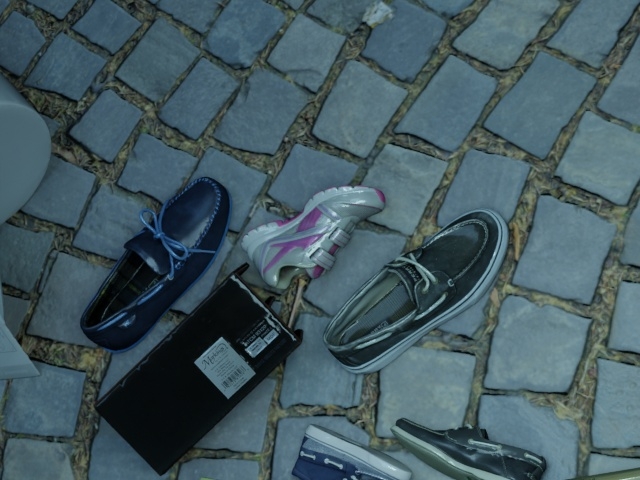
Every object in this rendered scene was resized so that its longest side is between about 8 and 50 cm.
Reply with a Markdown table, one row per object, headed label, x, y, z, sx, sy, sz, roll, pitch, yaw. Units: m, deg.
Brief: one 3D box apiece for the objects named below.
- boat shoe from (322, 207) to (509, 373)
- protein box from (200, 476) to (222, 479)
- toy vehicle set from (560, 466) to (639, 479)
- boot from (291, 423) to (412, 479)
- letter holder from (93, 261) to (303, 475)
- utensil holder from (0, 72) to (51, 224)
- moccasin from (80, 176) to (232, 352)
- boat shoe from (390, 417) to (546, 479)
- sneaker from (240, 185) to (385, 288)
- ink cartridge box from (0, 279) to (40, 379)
| label | x | y | z | sx | sy | sz | roll | pitch | yaw |
| --- | --- | --- | --- | --- | --- | --- | --- | --- | --- |
| boat shoe | 0.146 | 0.075 | 1.838 | 0.335 | 0.119 | 0.121 | -45 | 60 | 5 |
| protein box | -0.080 | 0.468 | 1.796 | 0.201 | 0.136 | 0.200 | 4 | 73 | 26 |
| toy vehicle set | 0.354 | 0.401 | 1.634 | 0.267 | 0.035 | 0.166 | -14 | 96 | 20 |
| boot | 0.046 | 0.346 | 1.827 | 0.190 | 0.069 | 0.086 | 19 | 88 | 37 |
| letter holder | -0.183 | 0.194 | 1.948 | 0.302 | 0.214 | 0.152 | -44 | 92 | 5 |
| utensil holder | -0.720 | -0.230 | 2.230 | 0.385 | 0.327 | 0.327 | 41 | 92 | 28 |
| moccasin | -0.270 | 0.040 | 2.042 | 0.138 | 0.117 | 0.342 | 30 | 86 | 30 |
| boat shoe | 0.210 | 0.304 | 1.760 | 0.233 | 0.084 | 0.079 | 19 | 65 | 30 |
| sneaker | 0.000 | 0.000 | 1.951 | 0.252 | 0.103 | 0.111 | -29 | 67 | 20 |
| ink cartridge box | -0.678 | 0.085 | 2.115 | 0.308 | 0.385 | 0.091 | -7 | 38 | 23 |
